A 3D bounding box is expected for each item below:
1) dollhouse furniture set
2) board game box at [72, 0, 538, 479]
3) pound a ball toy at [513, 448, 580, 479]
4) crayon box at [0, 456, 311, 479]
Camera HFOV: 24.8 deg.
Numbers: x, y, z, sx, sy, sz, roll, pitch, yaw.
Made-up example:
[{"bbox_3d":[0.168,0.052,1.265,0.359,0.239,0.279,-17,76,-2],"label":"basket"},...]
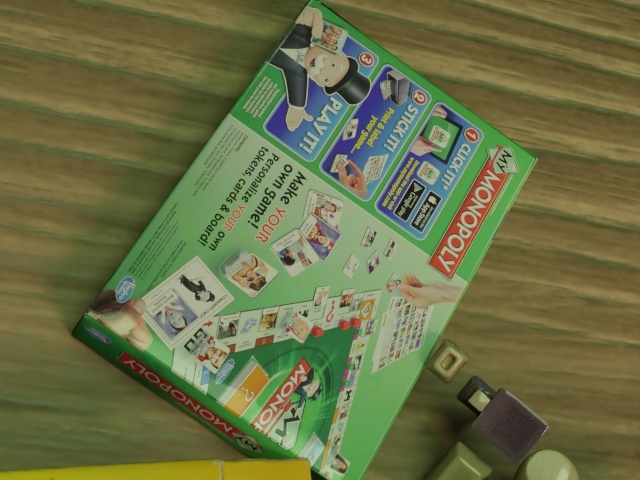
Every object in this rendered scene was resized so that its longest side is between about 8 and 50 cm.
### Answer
[{"bbox_3d":[0.087,0.139,1.016,0.091,0.081,0.114,39,92,5],"label":"dollhouse furniture set"},{"bbox_3d":[0.000,0.000,1.028,0.213,0.046,0.317,36,59,-6],"label":"board game box"},{"bbox_3d":[0.262,0.290,0.982,0.208,0.136,0.319,-11,71,0],"label":"pound a ball toy"},{"bbox_3d":[-0.154,0.231,0.792,0.319,0.081,0.202,-1,59,-9],"label":"crayon box"}]
